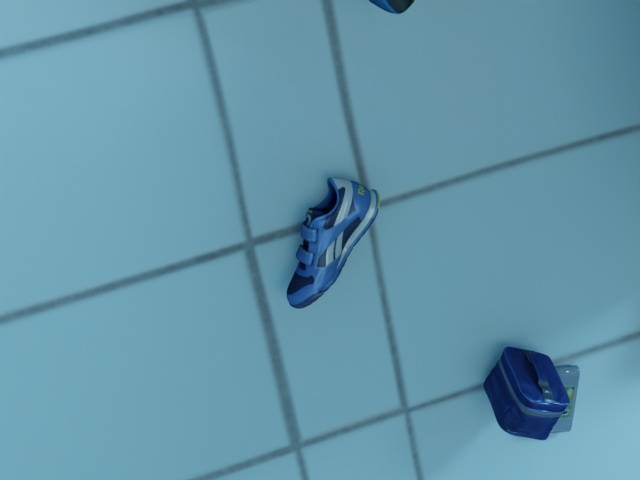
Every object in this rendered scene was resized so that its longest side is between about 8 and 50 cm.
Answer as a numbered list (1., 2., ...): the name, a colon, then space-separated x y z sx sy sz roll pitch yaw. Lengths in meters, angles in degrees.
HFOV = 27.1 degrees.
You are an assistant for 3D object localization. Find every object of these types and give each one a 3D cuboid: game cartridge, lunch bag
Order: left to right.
1. lunch bag: 0.226 0.160 1.448 0.067 0.098 0.065 11 125 -24
2. game cartridge: 0.264 0.182 1.513 0.056 0.017 0.083 -2 112 -13

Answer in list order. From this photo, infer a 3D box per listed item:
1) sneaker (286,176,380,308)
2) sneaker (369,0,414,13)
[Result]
1. sneaker: 0.000 0.000 1.333 0.059 0.053 0.144 30 91 -27
2. sneaker: 0.033 -0.360 1.157 0.140 0.125 0.340 -31 119 -10
